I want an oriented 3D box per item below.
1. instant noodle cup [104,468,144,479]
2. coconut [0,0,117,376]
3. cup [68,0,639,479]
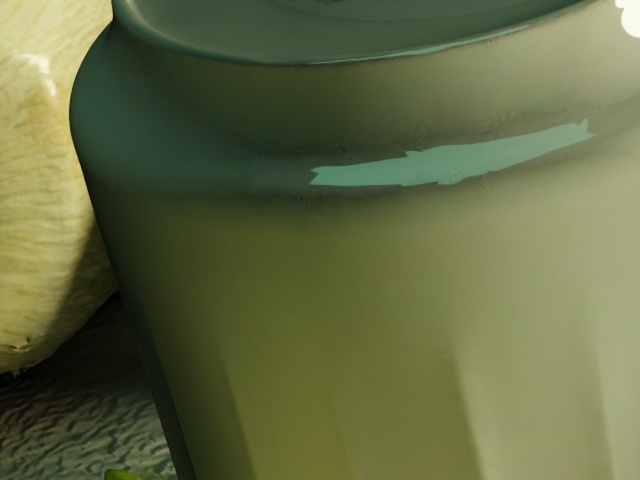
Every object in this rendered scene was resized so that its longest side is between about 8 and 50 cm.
[{"bbox_3d":[-0.062,0.233,0.417,0.222,0.311,0.311,-31,31,-12],"label":"instant noodle cup"},{"bbox_3d":[-0.242,-0.085,1.008,0.346,0.346,0.360,1,25,24],"label":"coconut"},{"bbox_3d":[0.091,0.049,0.625,0.323,0.326,0.237,15,39,39],"label":"cup"}]
